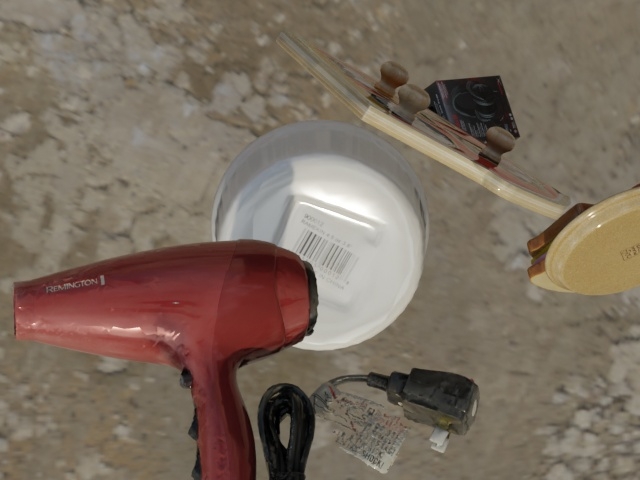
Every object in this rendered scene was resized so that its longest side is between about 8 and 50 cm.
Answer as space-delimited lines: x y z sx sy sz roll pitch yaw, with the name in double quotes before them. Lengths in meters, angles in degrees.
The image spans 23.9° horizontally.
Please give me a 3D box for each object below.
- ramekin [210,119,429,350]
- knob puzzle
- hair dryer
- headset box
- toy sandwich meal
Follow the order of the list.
"ramekin" 0.000 0.000 1.848 0.277 0.135 0.277 0 106 0
"knob puzzle" 0.082 -0.070 0.926 0.213 0.213 0.030 34 100 17
"hair dryer" -0.058 0.087 0.911 0.293 0.223 0.080 27 134 14
"headset box" 0.129 -0.111 1.343 0.032 0.083 0.062 -34 68 53
"toy sandwich meal" 0.133 -0.005 0.679 0.085 0.085 0.029 -27 55 11
